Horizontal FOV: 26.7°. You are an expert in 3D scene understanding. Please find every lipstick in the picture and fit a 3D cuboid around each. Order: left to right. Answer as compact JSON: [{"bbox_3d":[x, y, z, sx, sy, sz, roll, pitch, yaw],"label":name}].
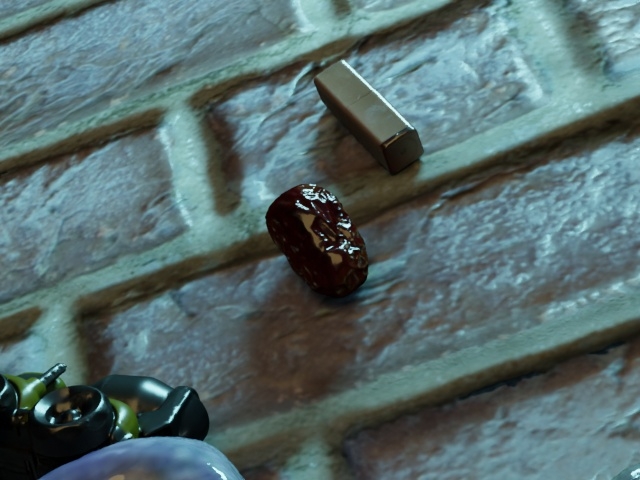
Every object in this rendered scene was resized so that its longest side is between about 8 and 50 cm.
[{"bbox_3d":[0.049,-0.131,1.409,0.045,0.045,0.145,-35,49,-6],"label":"lipstick"}]

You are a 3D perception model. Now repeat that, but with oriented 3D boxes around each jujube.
[{"bbox_3d":[0.000,0.000,1.301,0.077,0.077,0.129,-32,53,-6],"label":"jujube"}]

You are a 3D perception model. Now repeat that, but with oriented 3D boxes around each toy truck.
[{"bbox_3d":[-0.224,0.175,1.213,0.224,0.147,0.165,7,31,29],"label":"toy truck"}]

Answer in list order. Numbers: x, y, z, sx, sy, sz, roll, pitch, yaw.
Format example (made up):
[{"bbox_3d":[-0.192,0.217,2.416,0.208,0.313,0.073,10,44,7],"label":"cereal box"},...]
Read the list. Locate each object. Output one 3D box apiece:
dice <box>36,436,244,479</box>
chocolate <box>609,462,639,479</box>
[{"bbox_3d":[-0.112,0.324,0.939,0.271,0.270,0.270,-33,48,-7],"label":"dice"},{"bbox_3d":[0.206,0.233,0.989,0.248,0.110,0.110,-22,47,-9],"label":"chocolate"}]
